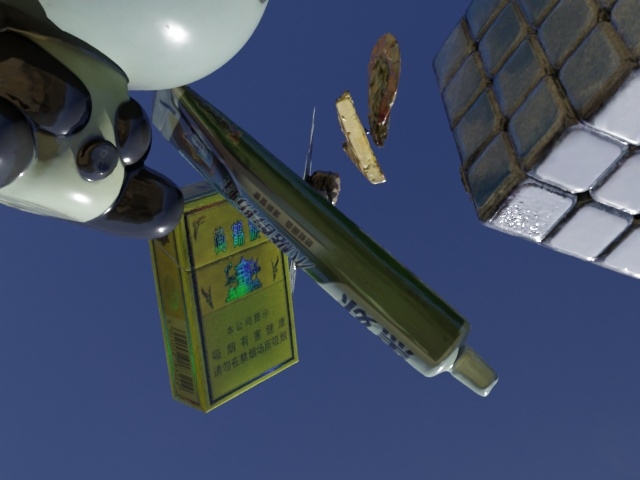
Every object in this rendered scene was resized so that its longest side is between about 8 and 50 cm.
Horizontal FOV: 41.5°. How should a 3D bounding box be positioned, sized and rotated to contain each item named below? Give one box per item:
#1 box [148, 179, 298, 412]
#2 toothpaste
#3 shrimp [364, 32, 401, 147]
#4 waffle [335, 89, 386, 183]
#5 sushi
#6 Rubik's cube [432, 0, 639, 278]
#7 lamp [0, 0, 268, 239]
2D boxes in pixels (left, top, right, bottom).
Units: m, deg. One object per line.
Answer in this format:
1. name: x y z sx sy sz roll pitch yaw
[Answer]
1. box: -0.099 0.047 0.876 0.064 0.141 0.219 14 -64 41
2. toothpaste: 0.000 0.000 0.732 0.392 0.098 0.061 40 -115 2
3. shrimp: 0.104 -0.249 1.408 0.101 0.042 0.190 -139 -129 -65
4. waffle: 0.032 -0.141 1.028 0.023 0.152 0.097 -32 -135 -2
5. sushi: -0.005 -0.026 1.332 0.059 0.292 0.293 8 -108 1
6. Rubik's cube: 0.379 -0.190 1.003 0.337 0.344 0.344 -54 -149 38
7. lamp: -0.120 -0.133 0.434 0.198 0.198 0.243 5 -100 32
